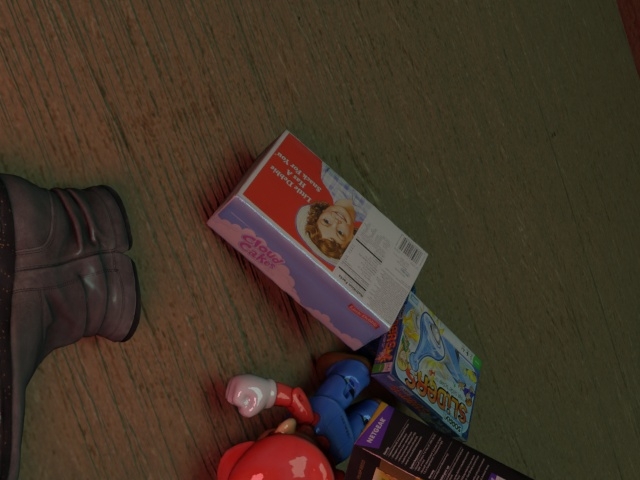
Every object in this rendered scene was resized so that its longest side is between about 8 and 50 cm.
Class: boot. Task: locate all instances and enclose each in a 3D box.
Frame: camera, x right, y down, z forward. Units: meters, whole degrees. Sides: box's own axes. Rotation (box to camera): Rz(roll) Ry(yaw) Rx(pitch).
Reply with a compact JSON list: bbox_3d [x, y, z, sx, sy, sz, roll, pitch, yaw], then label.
[{"bbox_3d":[-0.270,0.094,0.997,0.222,0.118,0.338,12,75,-54],"label":"boot"}]

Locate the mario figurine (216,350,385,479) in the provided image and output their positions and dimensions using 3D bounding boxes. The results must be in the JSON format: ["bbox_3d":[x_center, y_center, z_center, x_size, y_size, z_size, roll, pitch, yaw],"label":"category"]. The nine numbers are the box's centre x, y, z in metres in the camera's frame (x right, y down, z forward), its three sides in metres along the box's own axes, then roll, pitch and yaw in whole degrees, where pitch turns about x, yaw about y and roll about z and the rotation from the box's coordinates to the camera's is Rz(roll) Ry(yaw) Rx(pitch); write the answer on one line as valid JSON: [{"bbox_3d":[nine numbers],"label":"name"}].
[{"bbox_3d":[-0.039,0.256,1.257,0.198,0.170,0.320,39,27,11],"label":"mario figurine"}]

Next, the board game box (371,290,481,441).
[{"bbox_3d":[0.156,0.183,1.411,0.201,0.035,0.136,43,49,-35],"label":"board game box"}]

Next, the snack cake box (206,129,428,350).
[{"bbox_3d":[0.000,0.000,1.304,0.264,0.089,0.152,41,49,-9],"label":"snack cake box"}]

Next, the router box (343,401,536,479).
[{"bbox_3d":[0.136,0.368,1.196,0.081,0.242,0.309,-49,157,-45],"label":"router box"}]

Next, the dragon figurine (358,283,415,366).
[{"bbox_3d":[0.111,0.153,1.464,0.144,0.085,0.289,-48,116,-46],"label":"dragon figurine"}]
